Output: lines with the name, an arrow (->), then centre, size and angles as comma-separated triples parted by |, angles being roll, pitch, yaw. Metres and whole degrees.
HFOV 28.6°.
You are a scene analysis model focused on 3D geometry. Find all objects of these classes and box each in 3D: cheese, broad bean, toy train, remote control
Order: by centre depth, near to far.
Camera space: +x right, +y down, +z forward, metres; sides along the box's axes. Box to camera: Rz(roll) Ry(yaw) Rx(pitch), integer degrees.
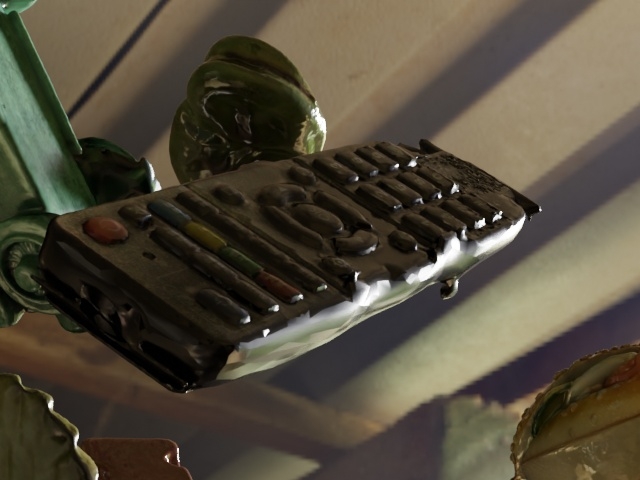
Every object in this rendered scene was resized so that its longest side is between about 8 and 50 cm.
remote control -> 0.000, 0.000, 0.753 | 0.144, 0.399, 0.062 | 33, -64, 23
toy train -> -0.231, -0.071, 0.765 | 0.202, 0.120, 0.301 | -5, -58, 27
broad bean -> -0.072, -0.103, 1.215 | 0.153, 0.072, 0.207 | 11, -41, 5
cheese -> -0.213, 0.350, 1.385 | 0.128, 0.203, 0.177 | 5, -56, -31

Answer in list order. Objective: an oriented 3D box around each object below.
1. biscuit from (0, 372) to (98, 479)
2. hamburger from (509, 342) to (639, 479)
biscuit -> -0.307, 0.198, 1.061 | 0.273, 0.187, 0.036 | -17, -9, 20
hamburger -> 0.292, 0.185, 1.194 | 0.237, 0.147, 0.237 | -18, -24, -8
